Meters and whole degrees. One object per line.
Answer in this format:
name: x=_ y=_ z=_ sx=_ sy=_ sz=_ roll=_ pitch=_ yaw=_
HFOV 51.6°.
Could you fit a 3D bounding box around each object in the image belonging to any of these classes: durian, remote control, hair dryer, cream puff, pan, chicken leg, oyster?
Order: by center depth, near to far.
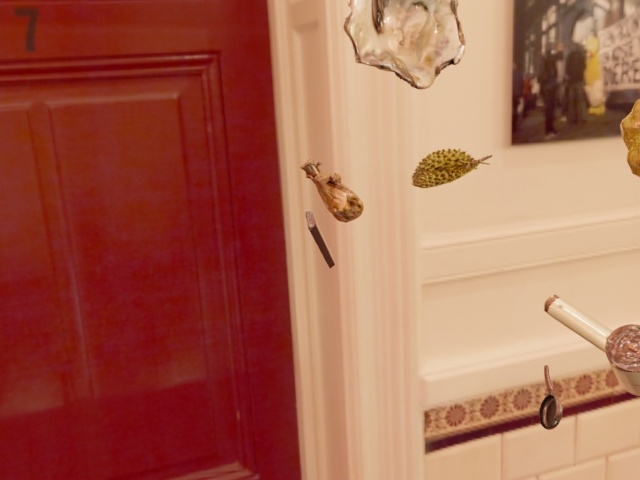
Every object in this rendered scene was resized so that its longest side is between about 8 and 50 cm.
oyster: x=0.115 y=-0.326 z=0.955 sx=0.222 sy=0.214 sz=0.083 roll=1 pitch=-5 yaw=-36
durian: x=0.312 y=-0.177 z=1.631 sx=0.215 sy=0.086 sz=0.100 roll=-15 pitch=-9 yaw=30
chicken leg: x=0.031 y=-0.127 z=1.710 sx=0.085 sy=0.207 sz=0.101 roll=-42 pitch=20 yaw=6
hair dryer: x=0.724 y=0.245 z=1.733 sx=0.362 sy=0.128 sz=0.203 roll=39 pitch=-3 yaw=42
cream puff: x=0.934 y=-0.265 z=1.790 sx=0.281 sy=0.282 sz=0.185 roll=-6 pitch=-10 yaw=-10
remote control: x=0.000 y=0.000 z=1.845 sx=0.025 sy=0.063 sz=0.245 roll=-20 pitch=-31 yaw=4
pan: x=0.766 y=0.523 z=2.206 sx=0.040 sy=0.212 sz=0.115 roll=10 pitch=-22 yaw=-10
